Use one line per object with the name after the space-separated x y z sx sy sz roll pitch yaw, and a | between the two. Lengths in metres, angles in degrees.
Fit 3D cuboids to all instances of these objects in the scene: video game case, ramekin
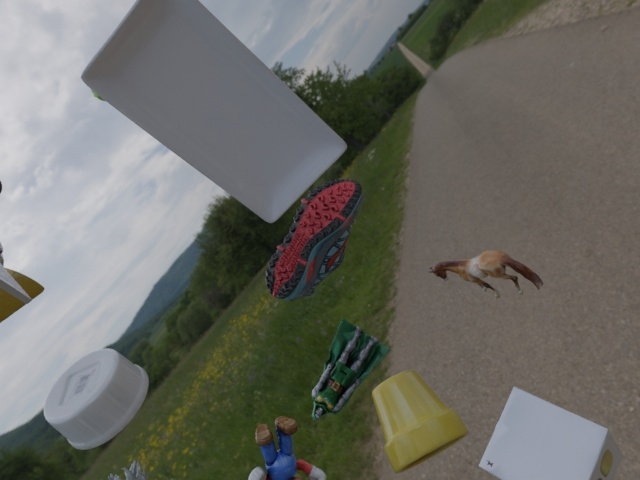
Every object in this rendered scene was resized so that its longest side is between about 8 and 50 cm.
-0.496 0.040 0.673 0.011 0.122 0.087 -45 -22 -21 | video game case
-0.675 0.460 1.337 0.278 0.135 0.277 -20 34 14 | ramekin

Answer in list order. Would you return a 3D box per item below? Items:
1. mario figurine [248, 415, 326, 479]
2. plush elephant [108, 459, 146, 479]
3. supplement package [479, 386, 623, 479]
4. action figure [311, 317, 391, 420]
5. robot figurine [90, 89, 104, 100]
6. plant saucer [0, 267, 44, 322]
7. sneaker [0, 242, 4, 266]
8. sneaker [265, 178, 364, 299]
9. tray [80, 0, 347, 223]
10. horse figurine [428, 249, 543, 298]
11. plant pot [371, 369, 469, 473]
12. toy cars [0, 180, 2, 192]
-0.095 0.713 1.349 0.198 0.320 0.170 -9 11 10 | mario figurine
-0.306 0.558 0.676 0.272 0.330 0.255 15 -62 -48 | plush elephant
0.531 0.499 1.015 0.198 0.263 0.199 17 72 46 | supplement package
0.050 0.315 1.039 0.232 0.137 0.063 -57 -10 -12 | action figure
-0.527 -0.389 1.102 0.115 0.067 0.101 -23 57 51 | robot figurine
-1.011 0.138 1.205 0.332 0.333 0.080 -68 -5 -62 | plant saucer
-0.840 -0.006 1.001 0.152 0.305 0.114 -43 -12 -26 | sneaker
0.000 0.000 0.859 0.261 0.104 0.125 -54 -32 6 | sneaker
-0.109 -0.147 0.515 0.145 0.270 0.030 -43 30 15 | tray
0.420 0.081 1.109 0.066 0.175 0.263 -61 16 -22 | horse figurine
0.286 0.550 1.392 0.254 0.239 0.254 -21 -33 -15 | plant pot
-0.576 -0.043 0.635 0.393 0.176 0.087 -51 -7 20 | toy cars
